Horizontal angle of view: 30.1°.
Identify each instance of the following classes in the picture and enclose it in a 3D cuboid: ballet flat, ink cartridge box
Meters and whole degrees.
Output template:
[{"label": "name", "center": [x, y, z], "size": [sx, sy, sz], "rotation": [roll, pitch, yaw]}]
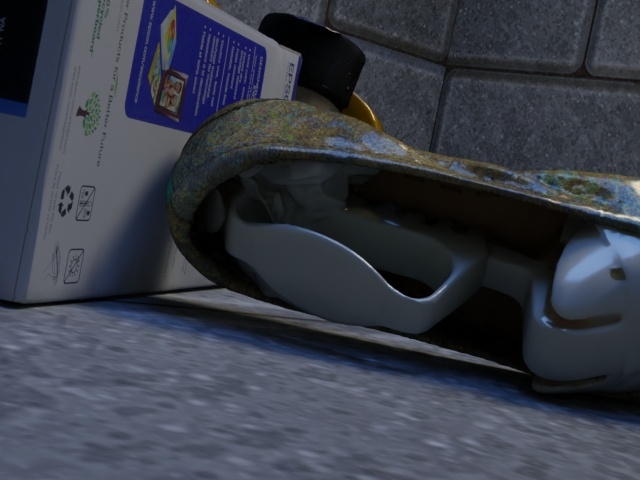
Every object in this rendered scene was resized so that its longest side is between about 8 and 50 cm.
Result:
[{"label": "ballet flat", "center": [0.085, 0.018, 0.596], "size": [0.348, 0.123, 0.123], "rotation": [16, 3, 8]}, {"label": "ink cartridge box", "center": [-0.097, -0.055, 0.668], "size": [0.065, 0.165, 0.332], "rotation": [11, 2, 16]}]

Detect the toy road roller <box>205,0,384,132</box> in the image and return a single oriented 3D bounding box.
[{"label": "toy road roller", "center": [-0.099, -0.086, 1.074], "size": [0.329, 0.202, 0.240], "rotation": [18, -7, 20]}]
